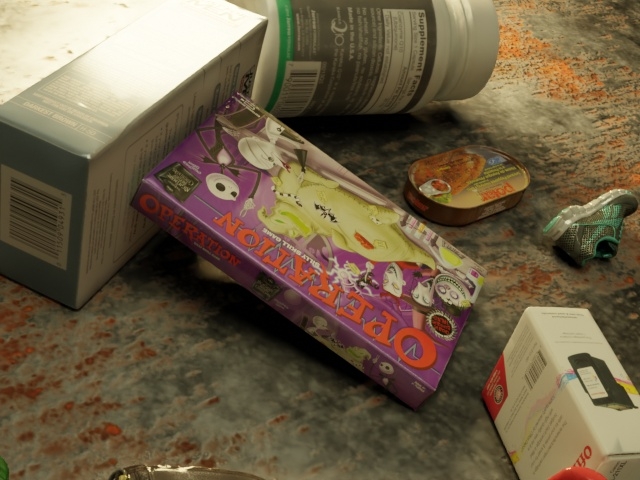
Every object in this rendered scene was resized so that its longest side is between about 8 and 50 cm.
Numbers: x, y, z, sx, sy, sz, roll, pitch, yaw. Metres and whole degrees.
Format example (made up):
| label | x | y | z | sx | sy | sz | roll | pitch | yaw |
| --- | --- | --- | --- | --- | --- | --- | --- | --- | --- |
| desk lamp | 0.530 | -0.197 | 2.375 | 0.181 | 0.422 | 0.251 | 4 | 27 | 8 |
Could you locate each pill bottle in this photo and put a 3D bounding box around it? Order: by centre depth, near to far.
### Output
| label | x | y | z | sx | sy | sz | roll | pitch | yaw |
| --- | --- | --- | --- | --- | --- | --- | --- | --- | --- |
| pill bottle | 0.048 | -0.273 | 1.315 | 0.360 | 0.204 | 0.204 | -5 | 42 | -27 |

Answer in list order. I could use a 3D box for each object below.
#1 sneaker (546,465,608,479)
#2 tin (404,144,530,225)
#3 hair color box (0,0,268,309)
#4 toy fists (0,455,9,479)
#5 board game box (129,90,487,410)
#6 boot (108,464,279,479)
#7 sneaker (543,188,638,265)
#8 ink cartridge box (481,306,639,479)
| label | x | y | z | sx | sy | sz | roll | pitch | yaw |
| --- | --- | --- | --- | --- | --- | --- | --- | --- | --- |
| sneaker | 0.111 | 0.252 | 0.724 | 0.279 | 0.118 | 0.107 | -28 | 55 | -24 |
| tin | 0.191 | -0.072 | 1.253 | 0.189 | 0.040 | 0.106 | -18 | 45 | -37 |
| hair color box | -0.196 | -0.116 | 1.040 | 0.113 | 0.185 | 0.374 | 24 | 38 | 11 |
| toy fists | -0.333 | 0.218 | 0.643 | 0.279 | 0.096 | 0.142 | -1 | 41 | -23 |
| board game box | 0.000 | 0.000 | 1.004 | 0.346 | 0.056 | 0.208 | 36 | 45 | -1 |
| boot | -0.130 | 0.259 | 0.686 | 0.262 | 0.091 | 0.229 | 6 | 35 | -25 |
| sneaker | 0.357 | -0.012 | 1.231 | 0.166 | 0.065 | 0.076 | -21 | 67 | -34 |
| ink cartridge box | 0.228 | 0.167 | 0.889 | 0.072 | 0.127 | 0.175 | 3 | 40 | -20 |
